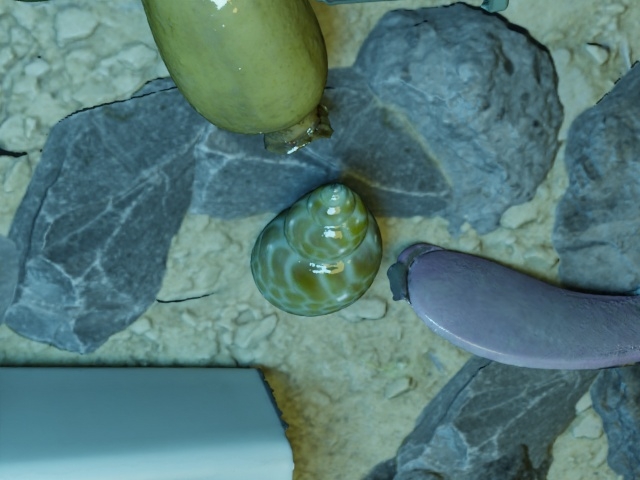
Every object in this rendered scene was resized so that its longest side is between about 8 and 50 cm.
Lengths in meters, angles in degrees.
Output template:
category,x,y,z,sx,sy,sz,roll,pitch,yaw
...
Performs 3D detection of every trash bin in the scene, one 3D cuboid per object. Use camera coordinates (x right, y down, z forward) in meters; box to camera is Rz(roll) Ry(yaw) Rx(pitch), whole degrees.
category,x,y,z,sx,sy,sz,roll,pitch,yaw
trash bin,-0.220,0.231,1.480,0.368,0.256,0.296,-4,116,-15

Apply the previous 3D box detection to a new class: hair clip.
category,x,y,z,sx,sy,sz,roll,pitch,yaw
hair clip,0.235,0.082,1.552,0.359,0.095,0.110,12,83,-24

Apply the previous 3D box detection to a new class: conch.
category,x,y,z,sx,sy,sz,roll,pitch,yaw
conch,0.001,0.015,1.482,0.173,0.106,0.116,-38,99,25

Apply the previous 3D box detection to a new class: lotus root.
category,x,y,z,sx,sy,sz,roll,pitch,yaw
lotus root,-0.078,-0.187,1.326,0.131,0.146,0.303,-42,135,-18

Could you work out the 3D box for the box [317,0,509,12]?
category,x,y,z,sx,sy,sz,roll,pitch,yaw
box,0.061,-0.293,1.227,0.182,0.312,0.175,-6,82,6
